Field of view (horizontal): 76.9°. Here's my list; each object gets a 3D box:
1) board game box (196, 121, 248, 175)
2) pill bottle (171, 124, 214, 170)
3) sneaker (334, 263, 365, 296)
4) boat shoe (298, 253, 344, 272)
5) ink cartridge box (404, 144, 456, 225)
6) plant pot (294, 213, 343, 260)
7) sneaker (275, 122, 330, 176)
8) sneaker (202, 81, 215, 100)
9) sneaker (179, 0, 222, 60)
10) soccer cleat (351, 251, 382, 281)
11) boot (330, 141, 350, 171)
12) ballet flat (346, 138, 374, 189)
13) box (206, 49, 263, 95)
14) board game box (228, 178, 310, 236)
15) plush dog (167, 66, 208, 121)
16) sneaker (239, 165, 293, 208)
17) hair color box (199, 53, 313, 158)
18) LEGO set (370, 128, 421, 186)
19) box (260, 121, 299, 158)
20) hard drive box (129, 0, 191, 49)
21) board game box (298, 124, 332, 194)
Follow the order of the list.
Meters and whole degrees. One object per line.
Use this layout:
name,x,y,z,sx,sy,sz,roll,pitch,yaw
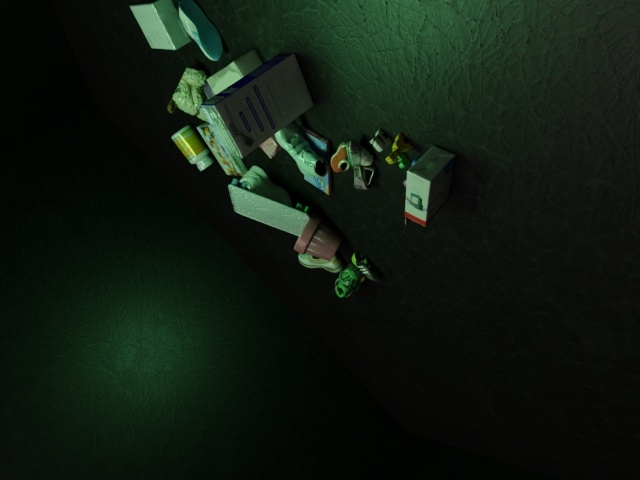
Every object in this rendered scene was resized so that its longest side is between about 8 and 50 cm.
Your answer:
board game box,-0.526,-0.489,2.162,0.193,0.053,0.305,15,141,52
pill bottle,-0.733,-0.533,2.341,0.246,0.136,0.136,55,156,-19
sneaker,0.122,0.221,2.057,0.134,0.146,0.343,43,167,11
boat shoe,-0.009,0.084,2.143,0.302,0.113,0.103,8,135,41
ink cartridge box,0.316,-0.141,1.180,0.078,0.134,0.231,32,154,29
plant pot,0.000,0.000,1.903,0.180,0.201,0.201,28,155,3
sneaker,-0.059,-0.340,1.482,0.151,0.094,0.256,26,159,52
sneaker,-0.419,-0.566,1.774,0.124,0.107,0.284,3,124,39
sneaker,-0.450,-0.789,1.530,0.229,0.087,0.092,59,162,-11
soccer cleat,0.216,0.124,1.875,0.179,0.060,0.072,41,155,21
boot,0.072,-0.273,1.436,0.059,0.085,0.158,5,160,-9
ballet flat,0.146,-0.256,1.382,0.079,0.077,0.222,13,149,23
box,-0.321,-0.623,1.529,0.275,0.113,0.094,8,134,54
board game box,-0.247,-0.151,1.986,0.389,0.050,0.390,21,164,-2
plush dog,-0.557,-0.632,1.858,0.225,0.211,0.262,27,167,-24
sneaker,-0.272,-0.232,2.019,0.305,0.152,0.114,41,154,9
hair color box,-0.197,-0.441,1.313,0.110,0.339,0.185,21,146,44
LEGO set,0.236,-0.238,1.212,0.227,0.093,0.087,48,157,-3
box,-0.222,-0.471,1.579,0.257,0.128,0.122,49,157,-3
hard drive box,-0.672,-0.911,1.691,0.232,0.089,0.181,27,150,39
board game box,-0.017,-0.315,1.606,0.145,0.027,0.281,37,155,24
